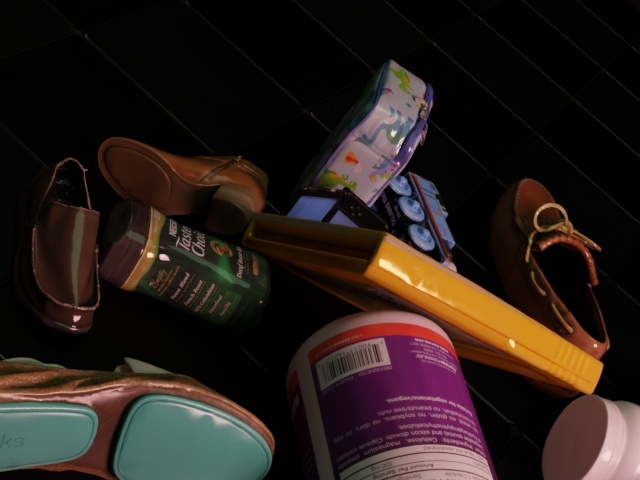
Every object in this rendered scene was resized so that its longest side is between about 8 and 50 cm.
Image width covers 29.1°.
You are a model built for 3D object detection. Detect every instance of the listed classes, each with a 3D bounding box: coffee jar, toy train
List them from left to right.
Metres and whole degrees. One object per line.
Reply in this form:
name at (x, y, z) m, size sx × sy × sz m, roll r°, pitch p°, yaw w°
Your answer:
coffee jar at (-0.148, 0.028, 1.312) m, size 0.184 × 0.079 × 0.096 m, roll 24°, pitch 30°, yaw -21°
toy train at (0.125, -0.015, 1.636) m, size 0.105 × 0.080 × 0.184 m, roll 19°, pitch 37°, yaw -37°

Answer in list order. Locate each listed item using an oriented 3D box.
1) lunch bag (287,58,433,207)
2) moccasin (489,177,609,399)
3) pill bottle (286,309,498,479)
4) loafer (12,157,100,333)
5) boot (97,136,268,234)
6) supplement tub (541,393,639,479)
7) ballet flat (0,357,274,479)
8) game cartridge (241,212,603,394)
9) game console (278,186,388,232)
lunch bag at (0.051, -0.112, 1.549) m, size 0.090 × 0.219 × 0.176 m, roll 33°, pitch 32°, yaw -9°
moccasin at (0.319, 0.037, 1.691) m, size 0.139 × 0.147 × 0.380 m, roll 28°, pitch 34°, yaw -16°
pill bottle at (0.077, 0.235, 1.183) m, size 0.181 × 0.181 × 0.323 m, roll 17°, pitch 38°, yaw -29°
loafer at (-0.262, -0.003, 1.239) m, size 0.080 × 0.078 × 0.220 m, roll 13°, pitch 40°, yaw -34°
boot at (-0.157, -0.078, 1.457) m, size 0.197 × 0.073 × 0.152 m, roll 29°, pitch 23°, yaw -2°
supplement tub at (0.378, 0.277, 1.457) m, size 0.199 × 0.144 × 0.144 m, roll 27°, pitch 34°, yaw -16°
ballet flat at (-0.203, 0.154, 1.101) m, size 0.342 × 0.116 × 0.124 m, roll 8°, pitch 24°, yaw -33°
game cartridge at (0.106, 0.069, 1.351) m, size 0.323 × 0.053 × 0.285 m, roll 31°, pitch -10°, yaw -28°
game console at (0.000, 0.000, 1.451) m, size 0.107 × 0.122 × 0.071 m, roll 41°, pitch 34°, yaw 4°
